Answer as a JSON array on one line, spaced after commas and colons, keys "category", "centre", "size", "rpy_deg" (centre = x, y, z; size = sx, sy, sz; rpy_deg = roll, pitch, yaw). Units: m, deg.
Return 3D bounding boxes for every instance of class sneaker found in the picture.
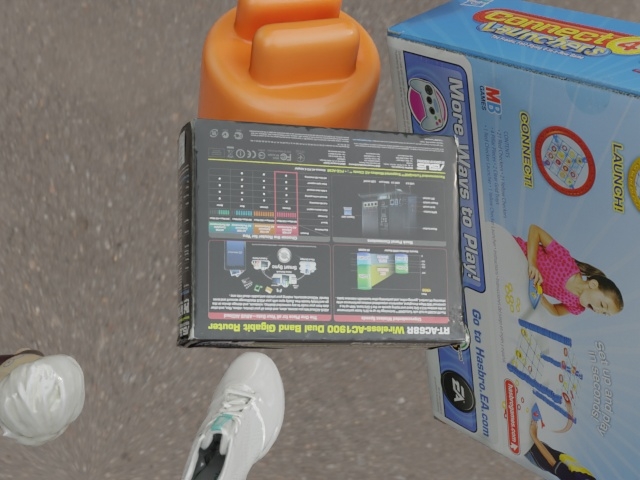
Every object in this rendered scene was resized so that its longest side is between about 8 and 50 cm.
[{"category": "sneaker", "centre": [-0.093, 0.196, 1.160], "size": [0.080, 0.094, 0.212], "rpy_deg": [10, 56, 13]}]

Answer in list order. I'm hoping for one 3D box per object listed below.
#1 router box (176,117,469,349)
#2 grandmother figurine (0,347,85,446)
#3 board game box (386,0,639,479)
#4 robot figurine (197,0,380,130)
[{"category": "router box", "centre": [0.000, 0.000, 0.485], "size": [0.122, 0.038, 0.092], "rpy_deg": [3, 79, -17]}, {"category": "grandmother figurine", "centre": [-0.371, 0.157, 1.178], "size": [0.208, 0.342, 0.104], "rpy_deg": [-46, 119, -42]}, {"category": "board game box", "centre": [0.188, 0.028, 0.683], "size": [0.086, 0.302, 0.308], "rpy_deg": [-29, 126, -31]}, {"category": "robot figurine", "centre": [-0.027, -0.087, 0.826], "size": [0.158, 0.219, 0.128], "rpy_deg": [34, 55, 16]}]
